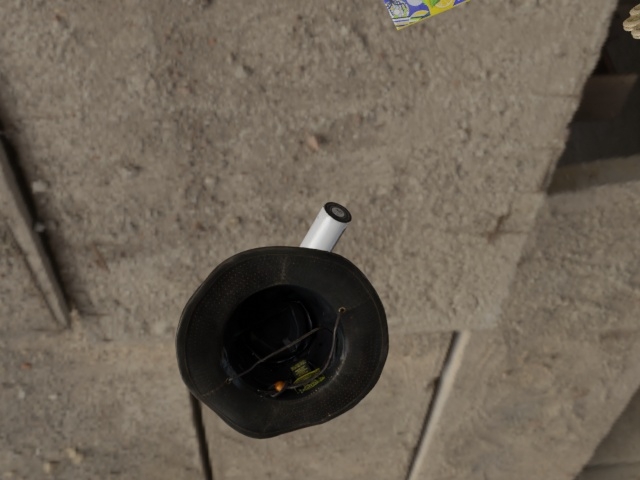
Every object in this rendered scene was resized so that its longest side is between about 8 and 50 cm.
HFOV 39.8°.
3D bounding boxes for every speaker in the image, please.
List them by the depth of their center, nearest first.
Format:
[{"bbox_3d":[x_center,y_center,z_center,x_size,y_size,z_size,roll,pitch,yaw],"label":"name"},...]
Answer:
[{"bbox_3d":[0.000,0.000,1.540,0.055,0.055,0.136,13,127,-27],"label":"speaker"}]

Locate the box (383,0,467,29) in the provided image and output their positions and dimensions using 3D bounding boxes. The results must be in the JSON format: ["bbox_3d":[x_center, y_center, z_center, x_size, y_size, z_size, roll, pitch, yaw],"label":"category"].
[{"bbox_3d":[0.146,-0.284,0.920,0.169,0.054,0.059,-19,125,21],"label":"box"}]

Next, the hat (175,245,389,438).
[{"bbox_3d":[-0.062,0.125,1.309,0.331,0.134,0.331,-7,119,-14],"label":"hat"}]

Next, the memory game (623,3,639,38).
[{"bbox_3d":[0.499,-0.319,1.184,0.186,0.186,0.012,-20,116,17],"label":"memory game"}]
